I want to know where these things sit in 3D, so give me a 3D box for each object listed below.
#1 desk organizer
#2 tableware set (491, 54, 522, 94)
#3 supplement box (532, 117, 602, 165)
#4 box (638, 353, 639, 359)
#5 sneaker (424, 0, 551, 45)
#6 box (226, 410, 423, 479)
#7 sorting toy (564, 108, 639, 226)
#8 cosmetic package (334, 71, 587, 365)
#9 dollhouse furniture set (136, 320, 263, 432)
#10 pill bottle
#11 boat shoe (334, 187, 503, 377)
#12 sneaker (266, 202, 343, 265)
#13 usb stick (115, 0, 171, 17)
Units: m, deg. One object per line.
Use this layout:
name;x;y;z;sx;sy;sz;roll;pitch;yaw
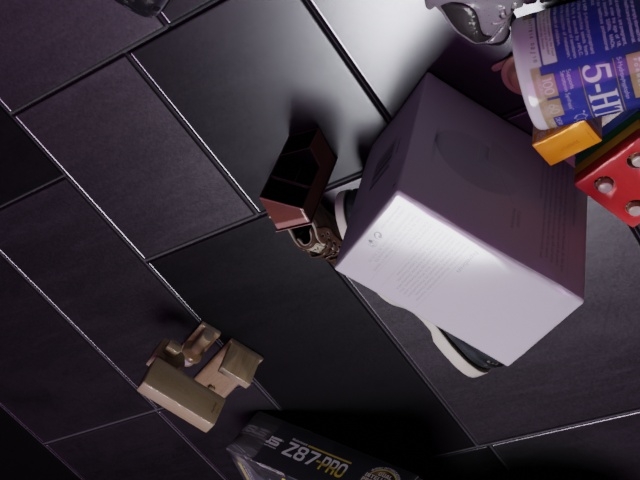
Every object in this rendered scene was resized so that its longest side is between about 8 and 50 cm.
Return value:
desk organizer;-0.025;-0.072;1.202;0.047;0.130;0.050;-12;124;26
tableware set;0.273;-0.170;1.103;0.169;0.020;0.141;41;131;-22
supplement box;0.253;-0.132;1.060;0.062;0.098;0.036;-28;123;35
box;0.460;0.108;1.258;0.116;0.029;0.162;16;142;19
sneaker;0.207;-0.250;1.020;0.229;0.086;0.132;10;140;17
box;0.053;0.466;1.602;0.318;0.097;0.394;12;137;39
sorting toy;0.415;-0.088;1.069;0.257;0.089;0.255;33;131;-20
cosmetic package;0.160;-0.025;1.125;0.225;0.224;0.138;29;132;-9
dollhouse furniture set;-0.192;0.215;1.493;0.144;0.151;0.123;34;131;-11
pill bottle;0.281;-0.176;0.959;0.187;0.112;0.112;-13;126;20
boat shoe;0.151;0.043;1.256;0.113;0.127;0.340;-23;122;31
sneaker;0.000;0.000;1.298;0.188;0.071;0.066;40;129;-18
usb stick;-0.135;-0.339;1.057;0.077;0.045;0.278;29;132;-19
